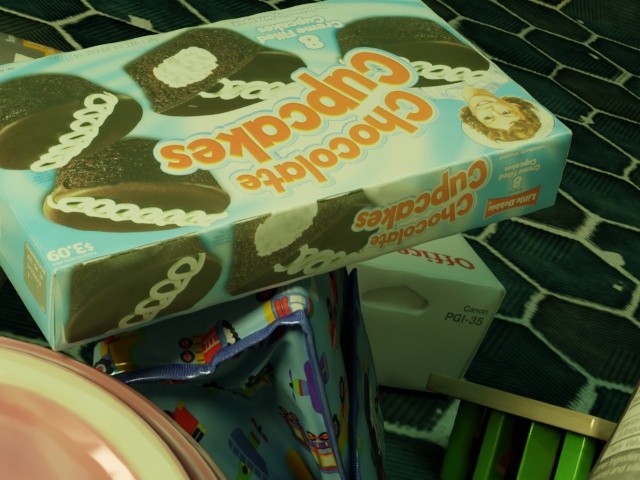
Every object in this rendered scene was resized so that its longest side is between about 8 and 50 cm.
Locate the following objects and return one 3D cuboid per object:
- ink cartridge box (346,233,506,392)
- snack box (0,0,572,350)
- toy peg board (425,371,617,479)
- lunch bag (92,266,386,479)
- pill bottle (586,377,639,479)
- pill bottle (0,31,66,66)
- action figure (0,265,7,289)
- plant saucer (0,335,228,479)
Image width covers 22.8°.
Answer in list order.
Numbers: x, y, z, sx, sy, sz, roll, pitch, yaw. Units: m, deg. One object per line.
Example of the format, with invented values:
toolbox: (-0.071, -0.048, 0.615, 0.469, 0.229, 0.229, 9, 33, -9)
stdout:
ink cartridge box: (0.000, 0.000, 1.373, 0.207, 0.117, 0.283, 11, 26, -28)
snack box: (-0.040, -0.055, 0.909, 0.321, 0.060, 0.187, -16, 43, -27)
toy peg board: (0.180, 0.169, 1.213, 0.161, 0.079, 0.160, 12, -6, 45)
lunch bag: (-0.022, 0.100, 1.020, 0.138, 0.293, 0.221, -18, 37, 11)
pill bottle: (0.253, 0.178, 0.932, 0.204, 0.204, 0.361, 29, 58, 12)
pill bottle: (-0.336, -0.106, 1.228, 0.278, 0.162, 0.162, 16, 24, -18)
action figure: (-0.286, -0.045, 1.049, 0.341, 0.179, 0.330, 11, -9, 33)
plant saucer: (-0.175, 0.171, 0.717, 0.332, 0.084, 0.332, 8, 52, -10)
